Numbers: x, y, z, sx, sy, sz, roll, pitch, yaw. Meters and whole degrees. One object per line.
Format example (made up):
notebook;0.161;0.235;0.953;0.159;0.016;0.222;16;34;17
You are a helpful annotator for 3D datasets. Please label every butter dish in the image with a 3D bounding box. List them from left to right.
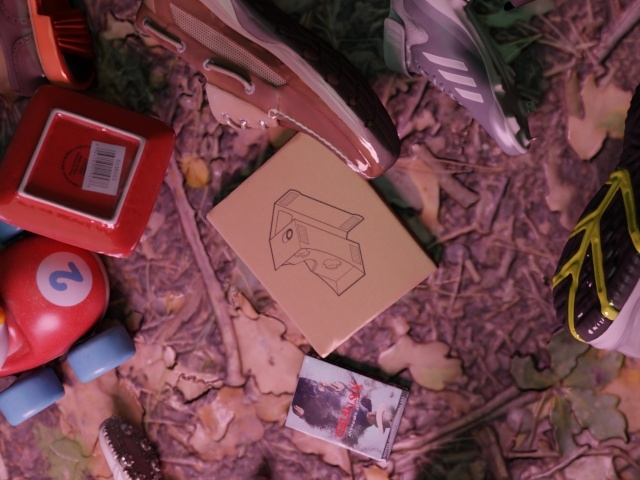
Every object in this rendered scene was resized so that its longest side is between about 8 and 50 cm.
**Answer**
butter dish;-0.251;-0.060;1.146;0.159;0.118;0.160;18;70;-4

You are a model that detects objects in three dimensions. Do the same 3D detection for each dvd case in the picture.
dvd case;0.028;0.180;1.159;0.119;0.013;0.087;19;103;10

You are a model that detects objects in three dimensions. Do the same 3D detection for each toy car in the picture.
toy car;-0.351;0.088;1.127;0.210;0.238;0.219;-30;91;17

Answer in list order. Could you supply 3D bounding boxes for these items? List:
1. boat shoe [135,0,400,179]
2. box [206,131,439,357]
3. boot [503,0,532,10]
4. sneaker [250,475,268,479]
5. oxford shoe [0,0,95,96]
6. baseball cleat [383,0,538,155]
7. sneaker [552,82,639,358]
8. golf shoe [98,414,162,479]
boat shoe;-0.056;-0.166;1.080;0.324;0.123;0.116;44;110;14
box;0.000;0.000;1.134;0.164;0.021;0.201;-40;88;17
boot;0.201;-0.303;0.972;0.137;0.077;0.198;-17;124;21
sneaker;-0.097;0.327;1.195;0.061;0.053;0.152;21;104;14
oxford shoe;-0.323;-0.285;1.138;0.098;0.097;0.272;-9;96;22
baseball cleat;0.130;-0.166;1.058;0.109;0.072;0.206;-26;87;31
sneaker;0.360;-0.066;0.990;0.147;0.145;0.385;23;103;-21
golf shoe;-0.214;0.286;1.214;0.086;0.069;0.176;-30;89;23
